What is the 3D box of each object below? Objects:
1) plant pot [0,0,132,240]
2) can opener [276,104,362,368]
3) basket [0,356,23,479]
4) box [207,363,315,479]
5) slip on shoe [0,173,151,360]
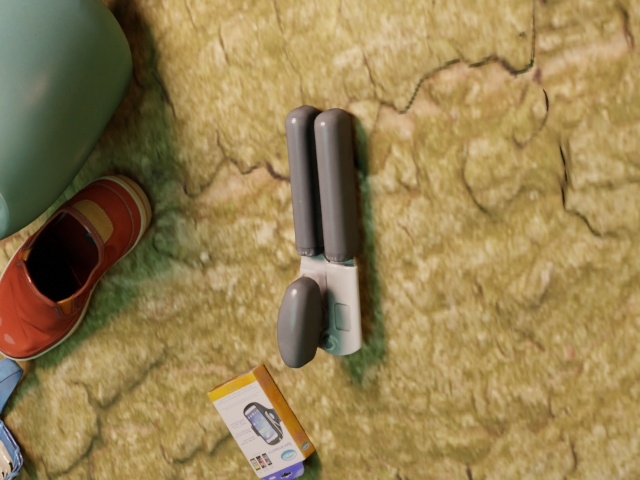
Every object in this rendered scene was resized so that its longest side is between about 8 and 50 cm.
[{"bbox_3d":[-0.373,-0.136,1.510,0.293,0.235,0.293,10,143,8],"label":"plant pot"},{"bbox_3d":[0.000,0.000,1.500,0.074,0.093,0.280,9,110,31],"label":"can opener"},{"bbox_3d":[-0.515,0.282,1.846,0.201,0.254,0.289,50,139,7],"label":"basket"},{"bbox_3d":[-0.066,0.219,1.671,0.081,0.028,0.136,-28,96,38],"label":"box"},{"bbox_3d":[-0.323,0.043,1.715,0.123,0.101,0.331,49,129,3],"label":"slip on shoe"}]
